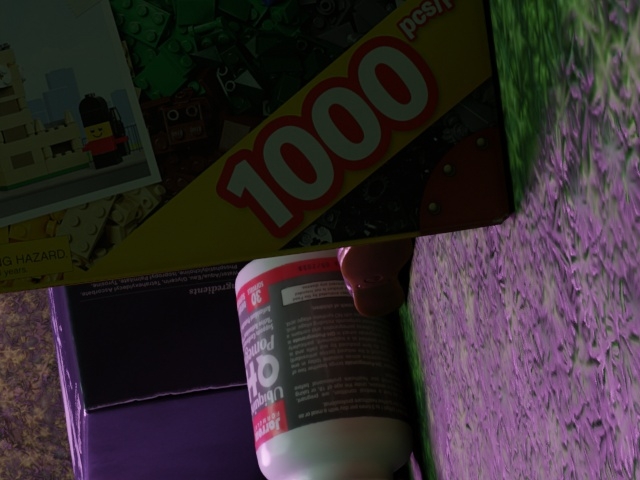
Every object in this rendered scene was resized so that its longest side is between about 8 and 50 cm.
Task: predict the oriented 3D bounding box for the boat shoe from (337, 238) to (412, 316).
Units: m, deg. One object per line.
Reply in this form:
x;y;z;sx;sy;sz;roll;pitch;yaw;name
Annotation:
0.049;0.008;1.398;0.207;0.073;0.073;91;168;-66;boat shoe

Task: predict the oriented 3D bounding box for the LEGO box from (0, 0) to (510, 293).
-0.156;-0.161;0.930;0.193;0.500;0.373;-148;50;-86;LEGO box

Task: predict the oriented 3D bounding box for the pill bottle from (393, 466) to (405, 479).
0.049;0.289;1.698;0.108;0.108;0.194;94;168;-72;pill bottle

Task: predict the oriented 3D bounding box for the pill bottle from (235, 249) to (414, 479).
0.008;0.175;1.574;0.176;0.176;0.319;91;171;-66;pill bottle

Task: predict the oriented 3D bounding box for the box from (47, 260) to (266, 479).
-0.253;0.138;2.144;0.480;0.297;0.472;103;155;-55;box
